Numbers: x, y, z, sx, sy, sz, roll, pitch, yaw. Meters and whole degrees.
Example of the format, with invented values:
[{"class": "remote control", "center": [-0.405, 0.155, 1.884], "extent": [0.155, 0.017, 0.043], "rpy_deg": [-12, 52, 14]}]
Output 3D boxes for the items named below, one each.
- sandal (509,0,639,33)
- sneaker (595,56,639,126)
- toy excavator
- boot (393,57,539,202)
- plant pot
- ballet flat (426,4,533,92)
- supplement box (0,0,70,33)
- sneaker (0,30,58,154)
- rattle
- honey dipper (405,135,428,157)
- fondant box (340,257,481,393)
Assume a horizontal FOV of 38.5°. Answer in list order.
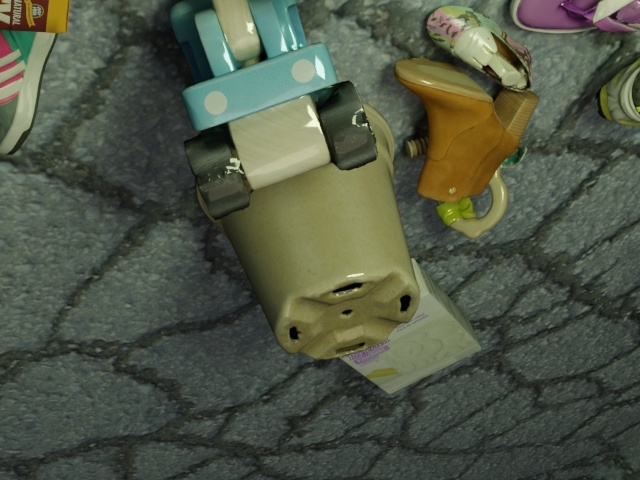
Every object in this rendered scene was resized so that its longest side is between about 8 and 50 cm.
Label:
[{"class": "sandal", "center": [0.480, -0.358, 1.325], "extent": [0.416, 0.102, 0.169], "rpy_deg": [-9, 144, -14]}, {"class": "sneaker", "center": [0.613, -0.282, 1.492], "extent": [0.385, 0.145, 0.147], "rpy_deg": [-16, -170, -24]}, {"class": "toy excavator", "center": [-0.105, -0.266, 1.095], "extent": [0.222, 0.445, 0.433], "rpy_deg": [-21, -171, 1]}, {"class": "boot", "center": [0.195, -0.159, 1.430], "extent": [0.295, 0.104, 0.211], "rpy_deg": [6, 125, -36]}, {"class": "plant pot", "center": [0.000, 0.000, 1.410], "extent": [0.334, 0.305, 0.333], "rpy_deg": [-12, 144, -9]}, {"class": "ballet flat", "center": [0.247, -0.276, 1.349], "extent": [0.222, 0.079, 0.077], "rpy_deg": [19, 130, -41]}, {"class": "supplement box", "center": [-0.351, -0.321, 0.907], "extent": [0.191, 0.194, 0.129], "rpy_deg": [-2, 141, -23]}, {"class": "sneaker", "center": [-0.418, -0.219, 1.077], "extent": [0.179, 0.123, 0.295], "rpy_deg": [4, 139, -28]}, {"class": "rattle", "center": [0.301, -0.103, 1.621], "extent": [0.143, 0.130, 0.199], "rpy_deg": [12, 109, -51]}, {"class": "honey dipper", "center": [0.220, -0.172, 1.523], "extent": [0.161, 0.030, 0.030], "rpy_deg": [-17, 145, -8]}, {"class": "fondant box", "center": [0.167, 0.190, 1.929], "extent": [0.238, 0.096, 0.330], "rpy_deg": [-29, 143, 14]}]
